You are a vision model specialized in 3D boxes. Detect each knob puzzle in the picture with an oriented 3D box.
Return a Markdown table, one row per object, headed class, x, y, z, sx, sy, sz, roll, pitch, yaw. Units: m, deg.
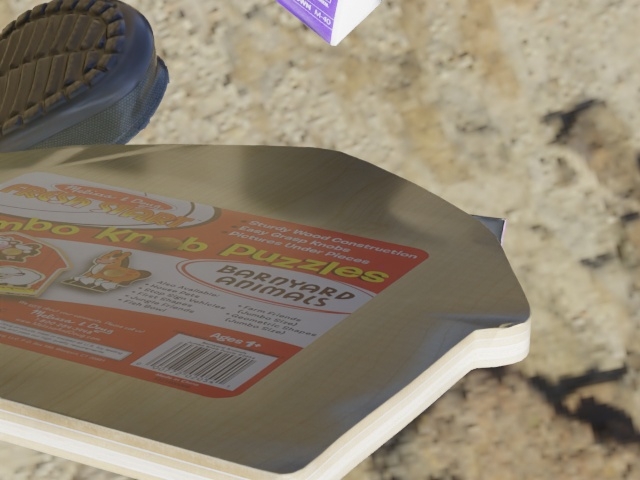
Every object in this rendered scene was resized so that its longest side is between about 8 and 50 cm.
| class | x | y | z | sx | sy | sz | roll | pitch | yaw |
| --- | --- | --- | --- | --- | --- | --- | --- | --- | --- |
| knob puzzle | -0.039 | 0.013 | 0.434 | 0.213 | 0.213 | 0.030 | -21 | 120 | -49 |

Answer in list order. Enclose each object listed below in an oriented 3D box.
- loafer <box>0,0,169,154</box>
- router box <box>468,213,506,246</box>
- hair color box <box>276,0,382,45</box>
| class | x | y | z | sx | sy | sz | roll | pitch | yaw |
| --- | --- | --- | --- | --- | --- | --- | --- | --- | --- |
| loafer | -0.164 | -0.042 | 0.925 | 0.092 | 0.268 | 0.102 | 36 | 49 | -30 |
| router box | 0.000 | 0.000 | 0.940 | 0.179 | 0.133 | 0.046 | 7 | 87 | -5 |
| hair color box | 0.045 | -0.302 | 1.195 | 0.110 | 0.339 | 0.185 | 40 | 68 | 11 |
